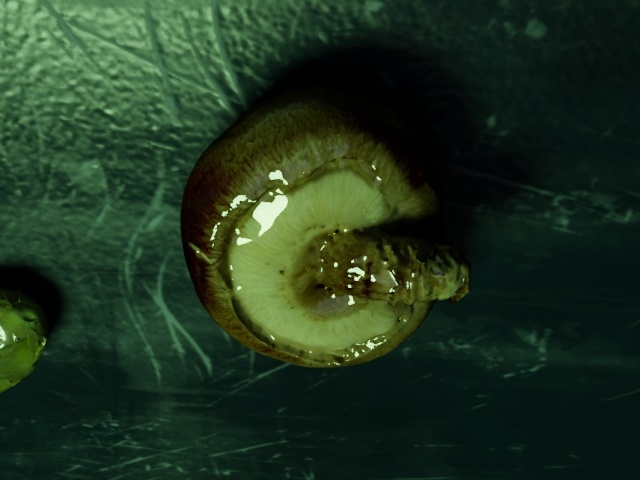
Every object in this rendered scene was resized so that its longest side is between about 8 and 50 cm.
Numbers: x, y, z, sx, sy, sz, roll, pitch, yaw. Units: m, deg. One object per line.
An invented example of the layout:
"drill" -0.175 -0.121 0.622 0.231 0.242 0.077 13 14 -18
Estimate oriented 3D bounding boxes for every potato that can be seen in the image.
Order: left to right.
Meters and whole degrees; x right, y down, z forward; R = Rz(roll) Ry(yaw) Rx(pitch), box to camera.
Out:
"potato" -0.382 0.127 1.145 0.117 0.090 0.225 27 131 -24

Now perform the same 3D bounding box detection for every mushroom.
"mushroom" 0.008 -0.008 0.978 0.278 0.163 0.297 7 128 9
